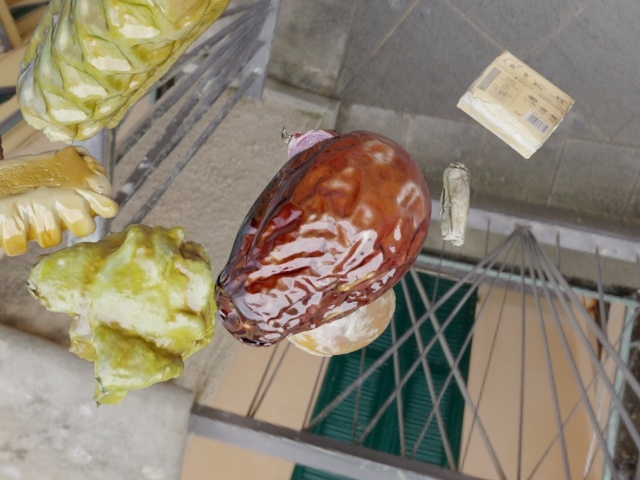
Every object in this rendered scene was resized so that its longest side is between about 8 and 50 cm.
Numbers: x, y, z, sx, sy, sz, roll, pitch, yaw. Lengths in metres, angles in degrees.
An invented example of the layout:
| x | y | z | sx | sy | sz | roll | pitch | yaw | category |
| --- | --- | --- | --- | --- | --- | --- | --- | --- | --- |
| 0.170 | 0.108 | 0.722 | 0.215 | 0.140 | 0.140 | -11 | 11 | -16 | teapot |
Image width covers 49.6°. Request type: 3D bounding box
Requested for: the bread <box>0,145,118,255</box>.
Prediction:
| x | y | z | sx | sy | sz | roll | pitch | yaw | category |
| --- | --- | --- | --- | --- | --- | --- | --- | --- | --- |
| -0.486 | -0.050 | 1.083 | 0.312 | 0.172 | 0.121 | -15 | 139 | -21 | bread |

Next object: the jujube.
| x | y | z | sx | sy | sz | roll | pitch | yaw | category |
| --- | --- | --- | --- | --- | --- | --- | --- | --- | --- |
| 0.000 | 0.000 | 0.657 | 0.168 | 0.236 | 0.168 | 37 | 154 | 21 | jujube |

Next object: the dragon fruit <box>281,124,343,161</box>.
| x | y | z | sx | sy | sz | roll | pitch | yaw | category |
| --- | --- | --- | --- | --- | --- | --- | --- | --- | --- |
| 0.022 | -0.195 | 1.783 | 0.282 | 0.147 | 0.211 | 47 | 113 | 24 | dragon fruit |

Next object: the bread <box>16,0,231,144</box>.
| x | y | z | sx | sy | sz | roll | pitch | yaw | category |
| --- | --- | --- | --- | --- | --- | --- | --- | --- | --- |
| -0.143 | -0.149 | 0.485 | 0.269 | 0.098 | 0.087 | -19 | 108 | 53 | bread |

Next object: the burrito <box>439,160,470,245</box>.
| x | y | z | sx | sy | sz | roll | pitch | yaw | category |
| --- | --- | --- | --- | --- | --- | --- | --- | --- | --- |
| 0.270 | -0.079 | 1.393 | 0.058 | 0.188 | 0.045 | 12 | 158 | -8 | burrito |

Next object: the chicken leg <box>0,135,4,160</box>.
| x | y | z | sx | sy | sz | roll | pitch | yaw | category |
| --- | --- | --- | --- | --- | --- | --- | --- | --- | --- |
| -0.662 | -0.162 | 1.413 | 0.083 | 0.177 | 0.323 | -8 | 147 | 44 | chicken leg |

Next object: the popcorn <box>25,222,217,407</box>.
| x | y | z | sx | sy | sz | roll | pitch | yaw | category |
| --- | --- | --- | --- | --- | --- | --- | --- | --- | --- |
| -0.312 | 0.133 | 1.204 | 0.290 | 0.325 | 0.321 | -16 | 116 | -3 | popcorn |

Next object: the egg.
| x | y | z | sx | sy | sz | roll | pitch | yaw | category |
| --- | --- | --- | --- | --- | --- | --- | --- | --- | --- |
| 0.024 | 0.111 | 1.239 | 0.234 | 0.194 | 0.194 | 4 | 130 | -13 | egg |

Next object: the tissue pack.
| x | y | z | sx | sy | sz | roll | pitch | yaw | category |
| --- | --- | --- | --- | --- | --- | --- | --- | --- | --- |
| 0.462 | -0.326 | 1.640 | 0.222 | 0.186 | 0.090 | 37 | 155 | 8 | tissue pack |
